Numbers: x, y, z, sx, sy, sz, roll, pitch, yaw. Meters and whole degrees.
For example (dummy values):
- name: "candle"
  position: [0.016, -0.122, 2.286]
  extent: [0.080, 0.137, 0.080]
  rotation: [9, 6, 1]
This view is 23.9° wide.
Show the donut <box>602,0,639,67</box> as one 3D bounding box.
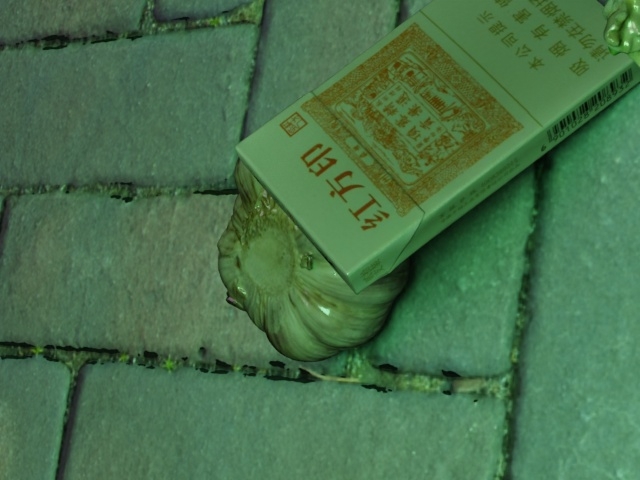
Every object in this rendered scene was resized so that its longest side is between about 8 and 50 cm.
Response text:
- name: "donut"
  position: [0.424, -0.231, 1.201]
  extent: [0.371, 0.307, 0.150]
  rotation: [-12, 111, 56]

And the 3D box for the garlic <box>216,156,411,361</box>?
- name: "garlic"
  position: [0.000, 0.000, 1.596]
  extent: [0.245, 0.160, 0.245]
  rotation: [20, 117, 43]

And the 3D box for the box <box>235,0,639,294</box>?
- name: "box"
  position: [0.118, -0.128, 1.475]
  extent: [0.365, 0.051, 0.204]
  rotation: [-37, 58, -5]
